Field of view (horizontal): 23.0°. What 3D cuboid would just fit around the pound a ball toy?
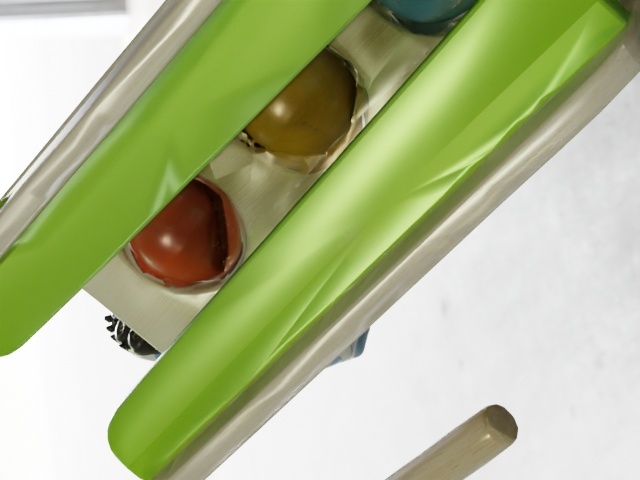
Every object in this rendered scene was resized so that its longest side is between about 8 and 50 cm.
[{"bbox_3d":[0.000,0.000,0.600,0.319,0.208,0.136,-45,11,30],"label":"pound a ball toy"}]

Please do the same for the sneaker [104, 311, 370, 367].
[{"bbox_3d":[-0.066,0.057,1.121,0.237,0.086,0.085,5,72,44],"label":"sneaker"}]
